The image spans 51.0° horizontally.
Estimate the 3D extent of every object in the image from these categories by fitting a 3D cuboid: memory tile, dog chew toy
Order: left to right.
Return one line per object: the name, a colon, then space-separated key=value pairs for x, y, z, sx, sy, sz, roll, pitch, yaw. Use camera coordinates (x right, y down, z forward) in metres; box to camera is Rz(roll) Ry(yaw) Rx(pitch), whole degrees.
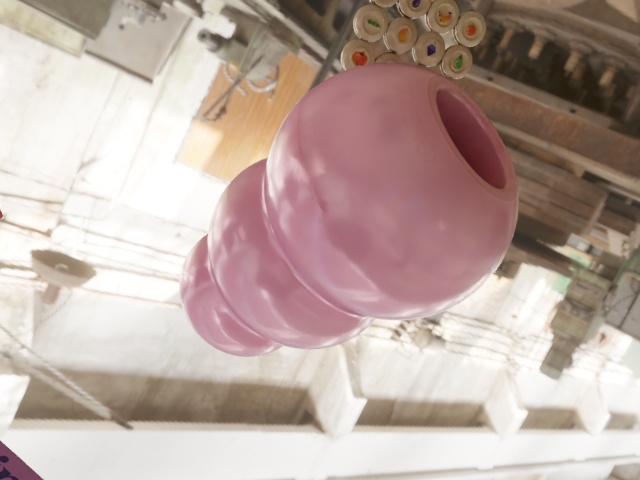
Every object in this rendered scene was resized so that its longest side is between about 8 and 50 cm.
dog chew toy: x=0.000 y=0.000 z=0.584 sx=0.206 sy=0.331 sz=0.207 roll=31 pitch=-139 yaw=-32
memory tile: x=0.101 y=-0.210 z=0.712 sx=0.147 sy=0.113 sz=0.012 roll=17 pitch=-167 yaw=-23

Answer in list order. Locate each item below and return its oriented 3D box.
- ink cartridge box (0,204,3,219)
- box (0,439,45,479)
ink cartridge box: x=-0.350 y=-0.038 z=0.525 sx=0.063 sy=0.150 sz=0.109 roll=49 pitch=162 yaw=47
box: x=-0.194 y=0.206 z=0.252 sx=0.213 sy=0.117 sz=0.243 roll=35 pitch=-152 yaw=13
